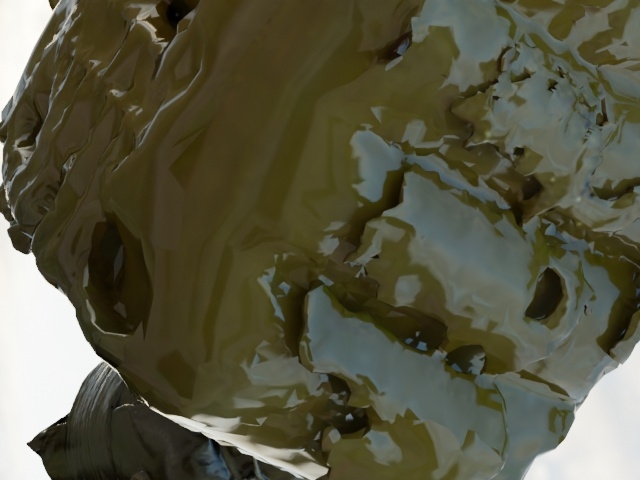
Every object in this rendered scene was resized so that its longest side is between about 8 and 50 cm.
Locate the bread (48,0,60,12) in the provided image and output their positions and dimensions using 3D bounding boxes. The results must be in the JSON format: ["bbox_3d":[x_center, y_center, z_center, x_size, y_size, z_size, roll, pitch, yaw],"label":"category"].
[{"bbox_3d":[-0.002,-0.201,0.779,0.207,0.279,0.279,29,-23,39],"label":"bread"}]

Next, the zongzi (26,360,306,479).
[{"bbox_3d":[-0.006,0.048,0.650,0.084,0.184,0.187,57,-21,-8],"label":"zongzi"}]

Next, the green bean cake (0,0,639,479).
[{"bbox_3d":[0.016,-0.061,0.460,0.224,0.131,0.229,-57,-151,9],"label":"green bean cake"}]
